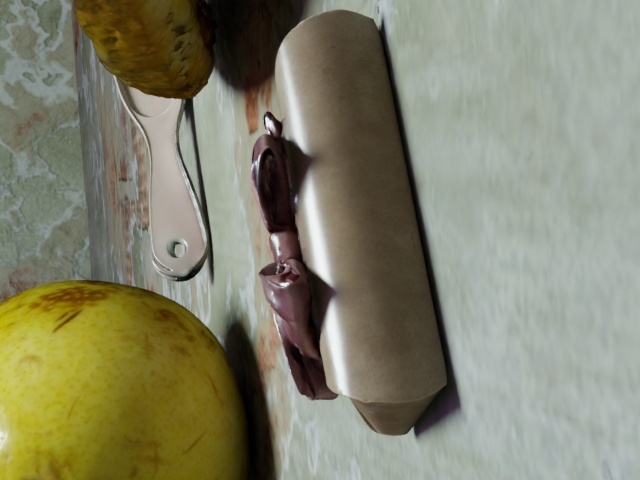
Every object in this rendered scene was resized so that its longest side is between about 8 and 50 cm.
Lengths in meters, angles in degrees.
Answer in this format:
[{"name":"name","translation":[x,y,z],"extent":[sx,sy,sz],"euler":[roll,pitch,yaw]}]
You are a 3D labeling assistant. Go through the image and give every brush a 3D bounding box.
[{"name":"brush","translation":[-0.143,-0.106,1.308],"extent":[0.067,0.072,0.313],"euler":[54,-158,-70]}]

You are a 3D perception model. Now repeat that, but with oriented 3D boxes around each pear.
[{"name":"pear","translation":[-0.187,0.164,1.104],"extent":[0.281,0.281,0.280],"euler":[176,90,-77]}]

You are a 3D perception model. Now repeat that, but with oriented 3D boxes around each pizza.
[{"name":"pizza","translation":[-0.113,-0.300,0.954],"extent":[0.440,0.130,0.406],"euler":[-161,68,-87]}]

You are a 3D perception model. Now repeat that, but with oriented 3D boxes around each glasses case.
[{"name":"glasses case","translation":[0.000,0.000,0.677],"extent":[0.102,0.070,0.193],"euler":[112,151,-65]}]
